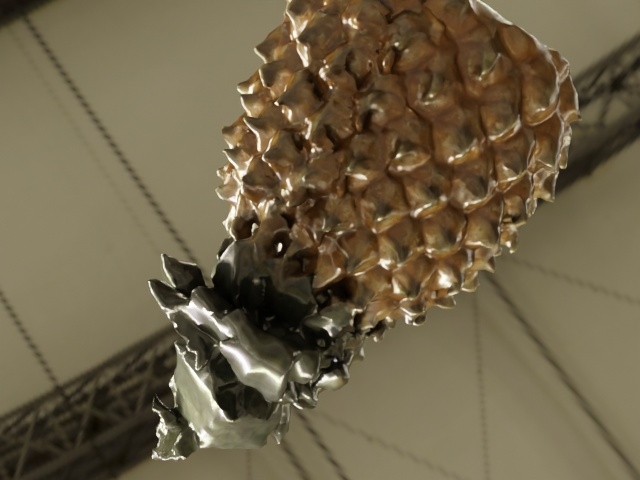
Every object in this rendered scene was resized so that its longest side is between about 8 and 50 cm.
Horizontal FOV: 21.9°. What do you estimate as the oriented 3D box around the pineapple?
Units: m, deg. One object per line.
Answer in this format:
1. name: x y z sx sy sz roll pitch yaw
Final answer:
1. pineapple: 0.001 0.000 1.082 0.223 0.223 0.357 34 -98 1
